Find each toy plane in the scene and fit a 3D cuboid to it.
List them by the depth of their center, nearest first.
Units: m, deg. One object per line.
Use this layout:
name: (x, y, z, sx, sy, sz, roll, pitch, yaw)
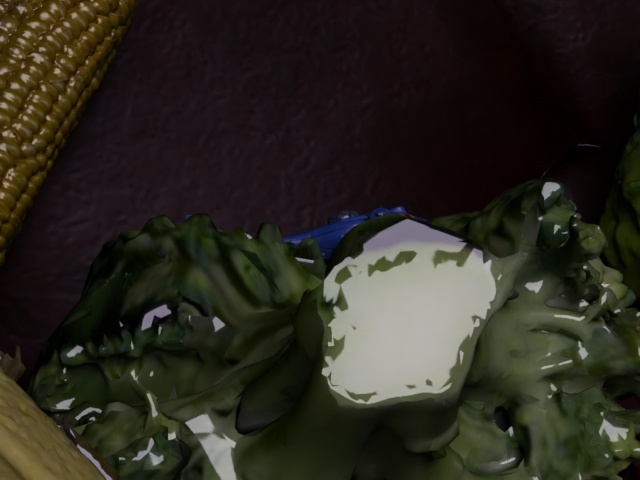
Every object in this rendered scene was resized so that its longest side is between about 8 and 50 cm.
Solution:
toy plane: (0.000, 0.000, 1.083, 0.167, 0.062, 0.054, -4, 64, -7)

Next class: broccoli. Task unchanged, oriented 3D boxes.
broccoli: (0.009, 0.105, 0.916, 0.338, 0.317, 0.277, -13, 72, 16)

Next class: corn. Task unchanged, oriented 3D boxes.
corn: (-0.190, -0.083, 1.044, 0.106, 0.106, 0.293, 22, 59, -4)

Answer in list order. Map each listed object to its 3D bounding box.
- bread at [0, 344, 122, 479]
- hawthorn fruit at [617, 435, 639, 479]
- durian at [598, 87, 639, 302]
bread: (-0.138, 0.260, 0.790, 0.405, 0.346, 0.242, 34, 11, -24)
hawthorn fruit: (0.240, 0.174, 1.018, 0.172, 0.148, 0.148, 32, 58, -7)
durian: (0.331, -0.060, 1.148, 0.255, 0.204, 0.340, 21, 67, 11)
